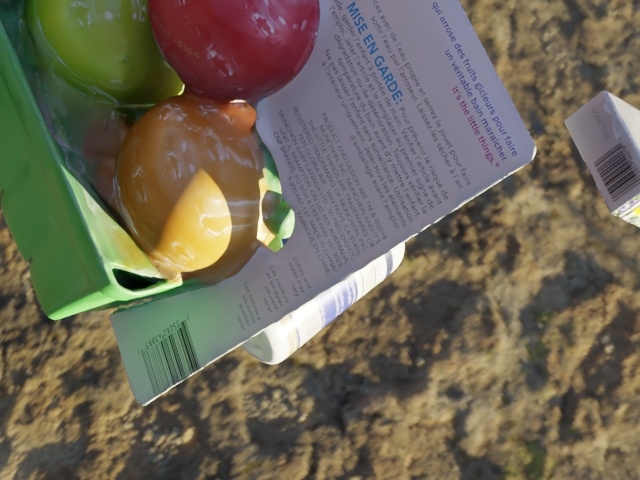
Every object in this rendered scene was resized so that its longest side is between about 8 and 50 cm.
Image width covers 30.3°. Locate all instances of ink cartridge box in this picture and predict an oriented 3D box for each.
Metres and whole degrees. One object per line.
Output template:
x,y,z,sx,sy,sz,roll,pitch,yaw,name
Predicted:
0.179,-0.030,0.613,0.115,0.029,0.063,19,42,-43,ink cartridge box

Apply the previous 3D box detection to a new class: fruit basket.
-0.067,-0.108,0.733,0.165,0.353,0.327,-9,70,-55,fruit basket

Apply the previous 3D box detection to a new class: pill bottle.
0.000,0.000,0.928,0.187,0.112,0.112,-38,89,-21,pill bottle
